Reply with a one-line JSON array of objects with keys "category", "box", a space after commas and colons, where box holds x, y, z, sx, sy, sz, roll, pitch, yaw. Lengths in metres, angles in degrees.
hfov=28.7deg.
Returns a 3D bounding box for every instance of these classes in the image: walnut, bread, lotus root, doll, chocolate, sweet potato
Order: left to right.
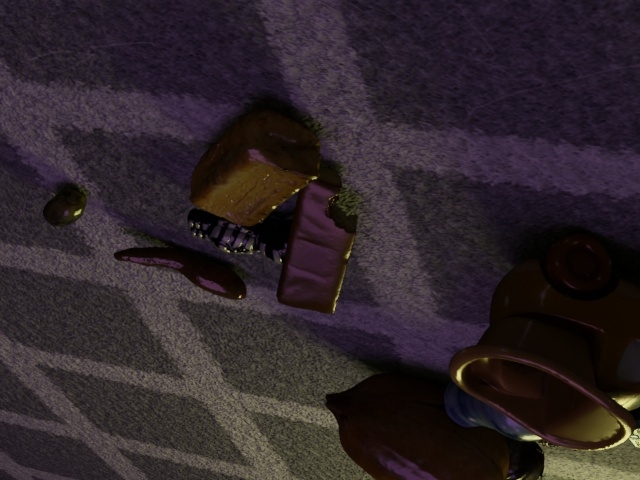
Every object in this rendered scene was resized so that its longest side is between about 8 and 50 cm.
[{"category": "lotus root", "box": [-0.385, -0.047, 1.877, 0.049, 0.054, 0.099, 51, 144, -14]}, {"category": "sweet potato", "box": [-0.213, 0.042, 1.934, 0.214, 0.050, 0.050, 20, 154, -5]}, {"category": "bread", "box": [-0.082, -0.090, 1.554, 0.114, 0.083, 0.211, 26, 153, -20]}, {"category": "doll", "box": [-0.077, -0.005, 1.738, 0.219, 0.067, 0.091, 14, 150, 12]}, {"category": "bread", "box": [0.000, 0.000, 1.638, 0.088, 0.049, 0.226, 15, 132, 0]}, {"category": "walnut", "box": [0.160, 0.329, 2.085, 0.336, 0.209, 0.209, 26, 154, -5]}, {"category": "chocolate", "box": [0.287, 0.395, 2.232, 0.248, 0.110, 0.110, -8, 144, 47]}]

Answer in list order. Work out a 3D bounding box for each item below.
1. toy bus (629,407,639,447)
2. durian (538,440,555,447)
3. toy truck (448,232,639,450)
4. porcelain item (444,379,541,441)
[{"category": "toy bus", "box": [0.538, 0.259, 1.818, 0.184, 0.090, 0.106, 2, 150, 34]}, {"category": "durian", "box": [0.373, 0.296, 2.008, 0.091, 0.080, 0.080, 46, 149, -5]}, {"category": "toy truck", "box": [0.324, 0.128, 1.568, 0.288, 0.212, 0.204, 25, 155, -4]}, {"category": "porcelain item", "box": [0.286, 0.236, 1.901, 0.141, 0.141, 0.259, 28, 162, -18]}]
